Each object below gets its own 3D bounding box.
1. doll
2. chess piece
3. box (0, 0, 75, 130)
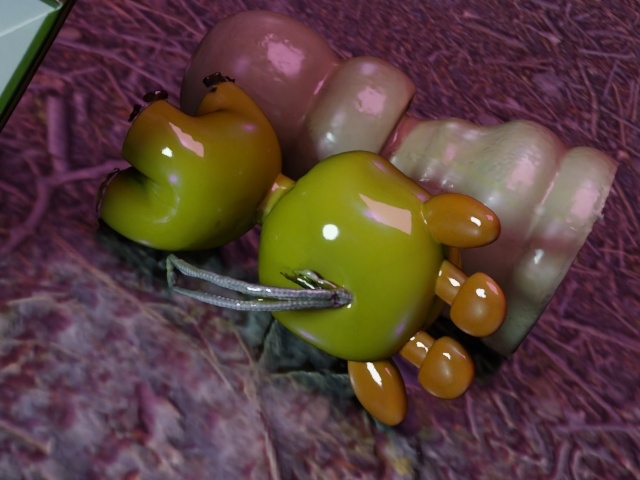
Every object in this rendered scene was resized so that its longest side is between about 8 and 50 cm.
[{"bbox_3d":[0.000,0.000,0.944,0.221,0.143,0.135,35,28,15],"label":"doll"},{"bbox_3d":[0.036,-0.046,1.058,0.261,0.143,0.143,27,30,3],"label":"chess piece"},{"bbox_3d":[-0.226,-0.128,0.851,0.195,0.177,0.148,30,33,-10],"label":"box"}]
